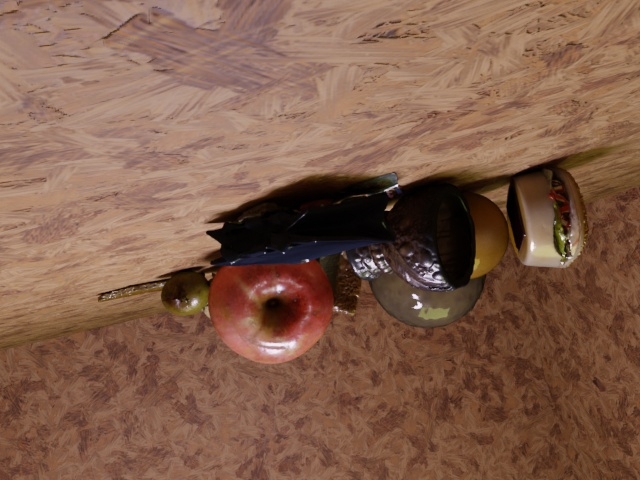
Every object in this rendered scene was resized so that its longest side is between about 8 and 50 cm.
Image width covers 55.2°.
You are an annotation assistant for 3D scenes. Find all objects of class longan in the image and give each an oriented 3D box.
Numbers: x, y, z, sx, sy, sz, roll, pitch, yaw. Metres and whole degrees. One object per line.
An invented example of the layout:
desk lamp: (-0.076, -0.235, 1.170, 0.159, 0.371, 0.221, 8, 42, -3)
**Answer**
longan: (0.395, 0.125, 2.235, 0.436, 0.404, 0.404, -10, 173, -4)
longan: (-0.431, 0.171, 1.958, 0.154, 0.145, 0.176, -50, -176, 8)

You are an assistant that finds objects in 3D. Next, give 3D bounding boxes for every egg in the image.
egg: (0.407, -0.014, 1.760, 0.250, 0.250, 0.322, -15, 180, 6)

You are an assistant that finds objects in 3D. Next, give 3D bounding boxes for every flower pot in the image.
flower pot: (0.221, 0.000, 1.547, 0.267, 0.266, 0.267, -4, 180, 37)

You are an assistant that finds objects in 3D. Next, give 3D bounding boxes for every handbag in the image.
handbag: (-0.040, -0.021, 1.302, 0.303, 0.121, 0.329, -13, 174, 39)

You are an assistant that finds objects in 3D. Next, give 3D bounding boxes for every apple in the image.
apple: (-0.149, 0.181, 1.816, 0.364, 0.363, 0.364, -14, 173, -2)

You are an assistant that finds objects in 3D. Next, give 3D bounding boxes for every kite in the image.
kite: (0.127, -0.112, 1.370, 0.141, 0.015, 0.245, -14, 173, 21)

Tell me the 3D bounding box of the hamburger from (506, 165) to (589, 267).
hamburger: (0.629, -0.061, 1.711, 0.170, 0.302, 0.302, -7, 174, 5)

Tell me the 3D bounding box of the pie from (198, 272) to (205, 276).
pie: (-0.445, 0.129, 2.146, 0.084, 0.020, 0.084, -13, 173, -2)

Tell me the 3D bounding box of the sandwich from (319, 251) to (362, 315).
sandwich: (0.065, 0.112, 1.979, 0.100, 0.288, 0.254, 16, 161, -16)

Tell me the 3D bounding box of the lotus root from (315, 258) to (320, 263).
lotus root: (-0.005, 0.106, 2.210, 0.350, 0.175, 0.175, -7, 170, -41)

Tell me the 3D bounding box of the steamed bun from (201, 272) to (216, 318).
steamed bun: (-0.297, 0.157, 2.103, 0.292, 0.137, 0.295, -15, -166, 18)

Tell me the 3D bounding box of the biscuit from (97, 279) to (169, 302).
biscuit: (-0.621, 0.167, 2.067, 0.237, 0.026, 0.131, -9, 170, -35)
